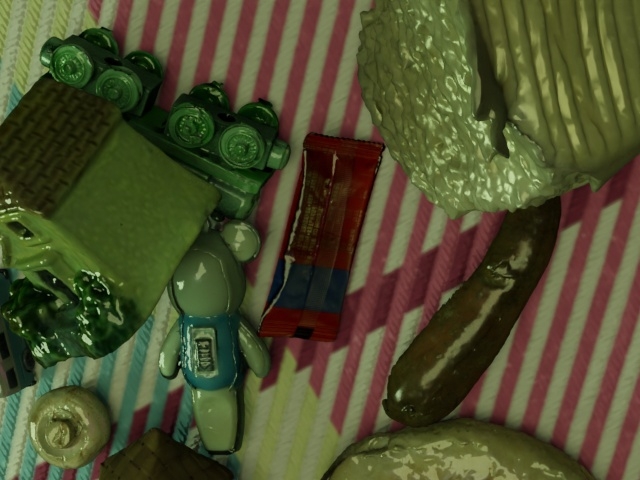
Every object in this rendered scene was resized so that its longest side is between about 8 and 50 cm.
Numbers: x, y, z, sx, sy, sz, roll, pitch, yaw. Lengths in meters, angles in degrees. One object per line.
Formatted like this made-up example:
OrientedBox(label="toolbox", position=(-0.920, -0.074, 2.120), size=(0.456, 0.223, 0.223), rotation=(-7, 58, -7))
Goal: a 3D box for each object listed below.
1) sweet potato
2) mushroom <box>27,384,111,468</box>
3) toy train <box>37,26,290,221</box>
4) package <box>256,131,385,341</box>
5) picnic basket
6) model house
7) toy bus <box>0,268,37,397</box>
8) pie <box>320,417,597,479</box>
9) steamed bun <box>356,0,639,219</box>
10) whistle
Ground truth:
OrientedBox(label="sweet potato", position=(0.146, 0.060, 1.254), size=(0.075, 0.075, 0.273), rotation=(33, 103, 4))
OrientedBox(label="mushroom", position=(-0.248, 0.184, 1.361), size=(0.084, 0.067, 0.083), rotation=(1, 93, 11))
OrientedBox(label="toy train", position=(-0.153, -0.104, 1.284), size=(0.251, 0.085, 0.119), rotation=(27, 118, 4))
OrientedBox(label="package", position=(0.000, 0.000, 1.281), size=(0.083, 0.022, 0.200), rotation=(9, 104, -25))
OrientedBox(label="picnic basket", position=(-0.126, 0.279, 1.322), size=(0.128, 0.137, 0.178), rotation=(-29, 128, 29))
OrientedBox(label="model house", position=(-0.240, -0.022, 1.207), size=(0.214, 0.195, 0.189), rotation=(-7, 133, 50))
OrientedBox(label="toy bus", position=(-0.330, 0.095, 1.357), size=(0.060, 0.075, 0.123), rotation=(-10, 98, 14))
OrientedBox(label="pie", position=(0.136, 0.311, 1.301), size=(0.338, 0.075, 0.337), rotation=(2, 97, 15))
OrientedBox(label="steamed bun", position=(0.148, -0.173, 1.140), size=(0.273, 0.272, 0.290), rotation=(-20, 97, -28))
OrientedBox(label="whistle", position=(-0.102, 0.089, 1.311), size=(0.114, 0.077, 0.235), rotation=(-3, 106, 8))
